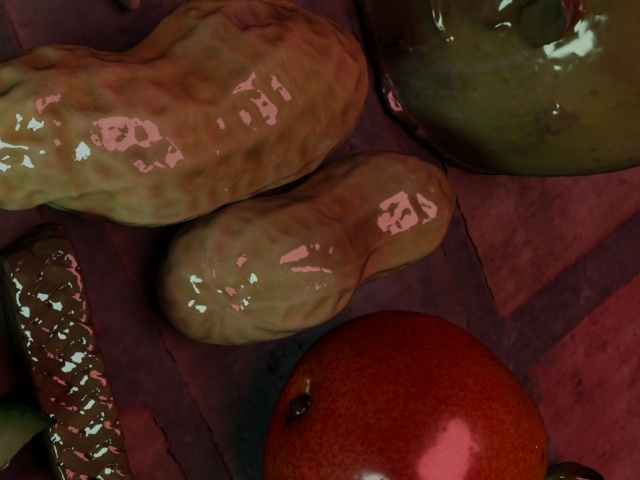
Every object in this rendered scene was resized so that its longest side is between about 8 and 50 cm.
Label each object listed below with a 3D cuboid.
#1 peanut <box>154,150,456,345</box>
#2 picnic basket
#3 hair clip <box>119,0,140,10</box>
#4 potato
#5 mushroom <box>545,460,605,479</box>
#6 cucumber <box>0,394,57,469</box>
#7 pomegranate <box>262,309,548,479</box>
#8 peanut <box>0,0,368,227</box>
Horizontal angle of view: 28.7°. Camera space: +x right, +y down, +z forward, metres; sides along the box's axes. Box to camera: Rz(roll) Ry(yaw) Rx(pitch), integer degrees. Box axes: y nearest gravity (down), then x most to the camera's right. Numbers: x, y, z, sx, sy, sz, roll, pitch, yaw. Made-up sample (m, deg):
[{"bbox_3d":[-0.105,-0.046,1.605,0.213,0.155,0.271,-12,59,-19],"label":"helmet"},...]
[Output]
[{"bbox_3d":[0.000,0.000,0.967,0.274,0.125,0.111,-27,113,-34],"label":"peanut"},{"bbox_3d":[-0.176,0.086,0.845,0.054,0.110,0.193,-14,98,-17],"label":"picnic basket"},{"bbox_3d":[-0.176,-0.299,0.829,0.282,0.172,0.113,41,73,-17],"label":"hair clip"},{"bbox_3d":[0.257,-0.280,1.066,0.385,0.319,0.442,-4,89,-40],"label":"potato"},{"bbox_3d":[0.179,0.341,1.132,0.100,0.081,0.312,46,64,-21],"label":"mushroom"},{"bbox_3d":[-0.250,0.189,0.771,0.191,0.130,0.191,-4,96,-39],"label":"cucumber"},{"bbox_3d":[0.078,0.174,0.979,0.256,0.221,0.221,32,70,-41],"label":"pomegranate"},{"bbox_3d":[-0.100,-0.092,0.885,0.325,0.140,0.153,-14,111,-36],"label":"peanut"}]
